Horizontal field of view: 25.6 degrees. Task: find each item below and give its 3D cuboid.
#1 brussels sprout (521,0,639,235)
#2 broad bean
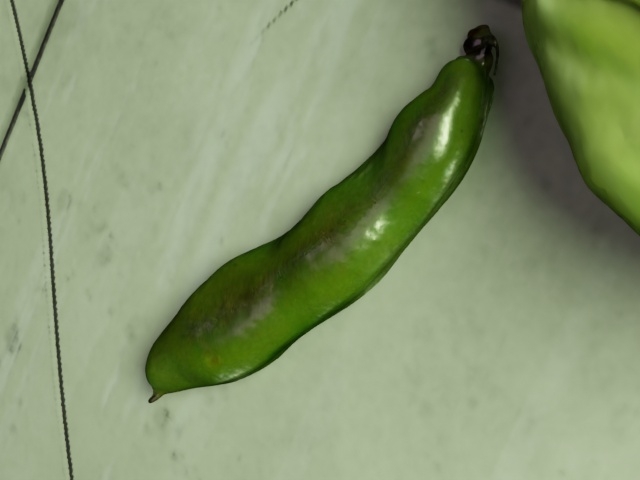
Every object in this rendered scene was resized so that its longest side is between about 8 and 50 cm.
[{"bbox_3d":[0.211,-0.126,0.455,0.328,0.247,0.328,15,109,52],"label":"brussels sprout"},{"bbox_3d":[0.002,0.003,0.678,0.254,0.046,0.065,-44,59,18],"label":"broad bean"}]
